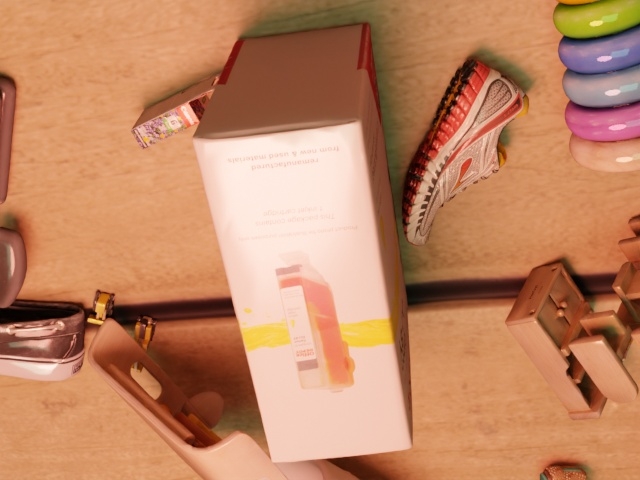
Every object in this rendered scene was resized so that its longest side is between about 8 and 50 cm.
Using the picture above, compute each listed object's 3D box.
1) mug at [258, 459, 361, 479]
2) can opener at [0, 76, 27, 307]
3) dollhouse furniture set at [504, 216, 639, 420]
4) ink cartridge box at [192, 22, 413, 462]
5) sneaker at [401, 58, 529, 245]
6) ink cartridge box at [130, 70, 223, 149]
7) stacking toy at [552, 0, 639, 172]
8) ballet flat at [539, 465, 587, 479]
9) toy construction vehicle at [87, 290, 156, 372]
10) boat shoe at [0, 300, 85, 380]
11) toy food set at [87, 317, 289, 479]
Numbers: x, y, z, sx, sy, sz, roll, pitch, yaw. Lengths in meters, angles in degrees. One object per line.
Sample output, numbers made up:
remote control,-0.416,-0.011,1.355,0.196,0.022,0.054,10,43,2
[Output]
mug,0.022,0.488,1.453,0.328,0.276,0.374,34,148,-21
can opener,-0.387,-0.056,1.268,0.093,0.074,0.280,12,118,4
dollhouse furniture set,0.362,0.101,1.208,0.242,0.212,0.161,-16,119,46
ink cartridge box,0.000,0.000,1.145,0.160,0.279,0.385,-6,119,7
sneaker,0.156,-0.083,1.190,0.092,0.088,0.225,22,120,-8
ink cartridge box,-0.152,-0.147,1.198,0.115,0.063,0.029,-23,114,17
stacking toy,0.286,-0.241,1.067,0.141,0.141,0.330,-14,113,13
ballet flat,0.341,0.390,1.456,0.067,0.073,0.206,-12,123,-4
toy construction vehicle,-0.260,0.121,1.378,0.085,0.035,0.098,15,120,-3
boat shoe,-0.452,0.105,1.347,0.306,0.113,0.105,8,114,-2
toy food set,-0.133,0.223,1.272,0.092,0.306,0.220,-46,132,-15
